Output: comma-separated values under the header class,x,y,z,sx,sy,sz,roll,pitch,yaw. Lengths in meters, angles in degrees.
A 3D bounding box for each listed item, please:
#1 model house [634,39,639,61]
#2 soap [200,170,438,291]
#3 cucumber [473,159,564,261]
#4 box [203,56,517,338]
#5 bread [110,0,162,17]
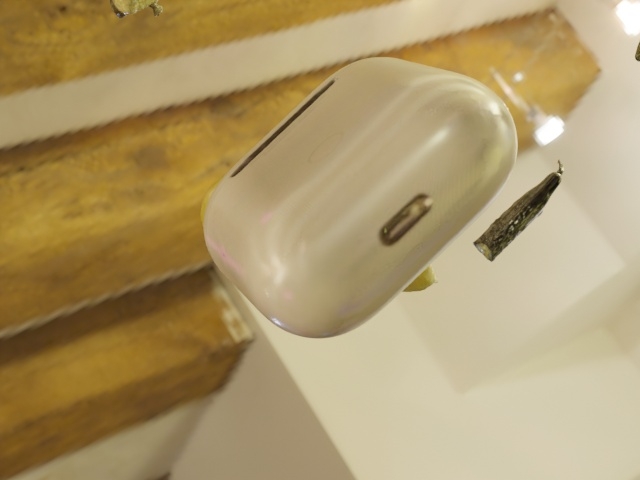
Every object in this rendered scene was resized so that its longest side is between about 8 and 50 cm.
class,x,y,z,sx,sy,sz,roll,pitch,yaw
model house,0.421,-0.224,1.396,0.152,0.106,0.165,8,-4,-31
soap,0.000,0.003,2.145,0.306,0.115,0.427,-8,-33,21
cucumber,0.264,-0.039,1.821,0.163,0.043,0.039,-42,-61,-9
box,0.028,-0.050,1.356,0.288,0.141,0.349,-45,18,-3
bread,-0.136,-0.373,1.518,0.266,0.178,0.142,-37,6,-37
